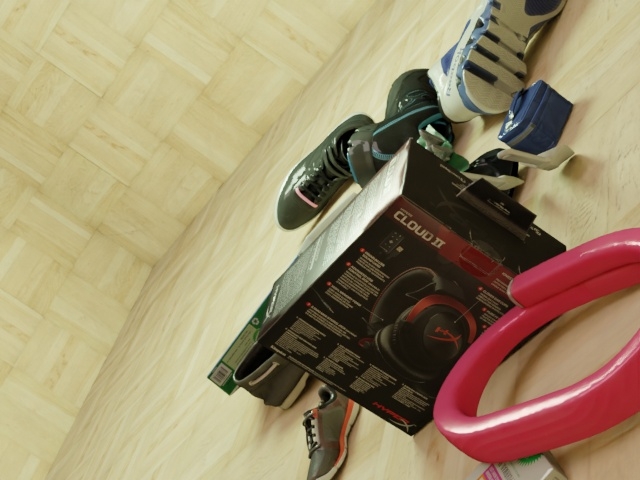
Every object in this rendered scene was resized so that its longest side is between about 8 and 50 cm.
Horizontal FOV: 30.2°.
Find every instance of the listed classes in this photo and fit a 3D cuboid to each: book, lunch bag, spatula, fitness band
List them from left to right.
[{"bbox_3d":[0.191,-0.073,1.351,0.168,0.019,0.242,-22,-11,24],"label":"spatula"},{"bbox_3d":[0.151,0.238,1.045,0.144,0.035,0.096,-51,14,8],"label":"book"},{"bbox_3d":[0.275,-0.160,1.534,0.067,0.065,0.098,-35,24,57],"label":"lunch bag"},{"bbox_3d":[0.214,0.093,1.057,0.291,0.054,0.209,-32,22,46],"label":"fitness band"}]

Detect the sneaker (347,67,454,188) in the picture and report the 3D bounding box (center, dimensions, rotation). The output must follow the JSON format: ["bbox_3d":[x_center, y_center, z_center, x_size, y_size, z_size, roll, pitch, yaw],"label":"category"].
[{"bbox_3d":[0.168,-0.185,1.959,0.139,0.125,0.341,-4,31,28],"label":"sneaker"}]

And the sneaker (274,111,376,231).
[{"bbox_3d":[0.009,-0.135,2.373,0.296,0.104,0.147,-50,8,4],"label":"sneaker"}]

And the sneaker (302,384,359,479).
[{"bbox_3d":[-0.002,0.248,1.503,0.061,0.065,0.158,-45,15,38],"label":"sneaker"}]

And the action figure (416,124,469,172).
[{"bbox_3d":[0.108,-0.032,1.594,0.232,0.063,0.137,-63,24,20],"label":"action figure"}]

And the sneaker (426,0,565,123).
[{"bbox_3d":[0.253,-0.303,1.851,0.182,0.127,0.315,-29,30,59],"label":"sneaker"}]

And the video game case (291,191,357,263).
[{"bbox_3d":[0.000,0.000,2.097,0.157,0.019,0.143,-45,-11,-41],"label":"video game case"}]

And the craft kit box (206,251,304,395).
[{"bbox_3d":[-0.069,0.123,1.961,0.250,0.061,0.246,-53,-2,10],"label":"craft kit box"}]

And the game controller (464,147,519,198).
[{"bbox_3d":[0.157,-0.002,1.614,0.319,0.067,0.166,-40,34,51],"label":"game controller"}]

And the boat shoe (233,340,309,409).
[{"bbox_3d":[-0.027,0.119,1.745,0.112,0.095,0.335,-88,23,-55],"label":"boat shoe"}]

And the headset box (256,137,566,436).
[{"bbox_3d":[0.106,0.049,1.263,0.293,0.218,0.110,-47,18,35],"label":"headset box"}]
